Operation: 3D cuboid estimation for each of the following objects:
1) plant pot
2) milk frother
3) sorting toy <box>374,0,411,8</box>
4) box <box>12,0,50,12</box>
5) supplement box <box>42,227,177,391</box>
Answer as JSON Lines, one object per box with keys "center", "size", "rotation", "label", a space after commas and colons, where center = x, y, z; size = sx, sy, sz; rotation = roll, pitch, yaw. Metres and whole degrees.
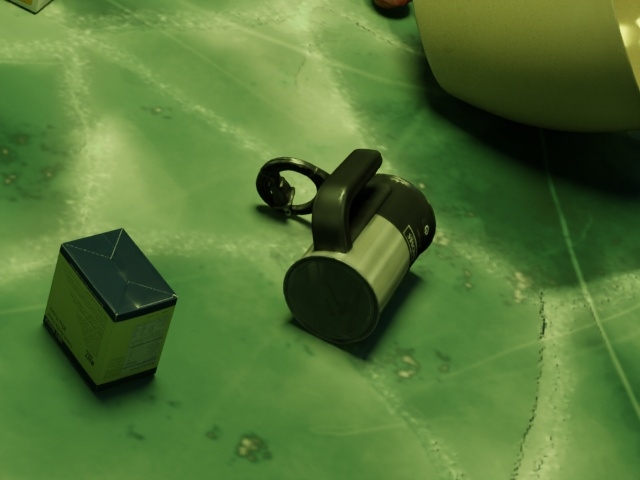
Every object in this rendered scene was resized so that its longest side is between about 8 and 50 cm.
{"center": [0.194, -0.224, 1.814], "size": [0.191, 0.284, 0.284], "rotation": [-13, 36, 16], "label": "plant pot"}
{"center": [0.000, 0.000, 1.585], "size": [0.143, 0.129, 0.135], "rotation": [-13, 24, 32], "label": "milk frother"}
{"center": [0.093, -0.245, 1.950], "size": [0.102, 0.042, 0.061], "rotation": [25, 53, -12], "label": "sorting toy"}
{"center": [-0.259, -0.319, 1.834], "size": [0.114, 0.103, 0.203], "rotation": [27, 39, 10], "label": "box"}
{"center": [-0.159, 0.052, 1.451], "size": [0.056, 0.083, 0.083], "rotation": [-15, 50, -35], "label": "supplement box"}
